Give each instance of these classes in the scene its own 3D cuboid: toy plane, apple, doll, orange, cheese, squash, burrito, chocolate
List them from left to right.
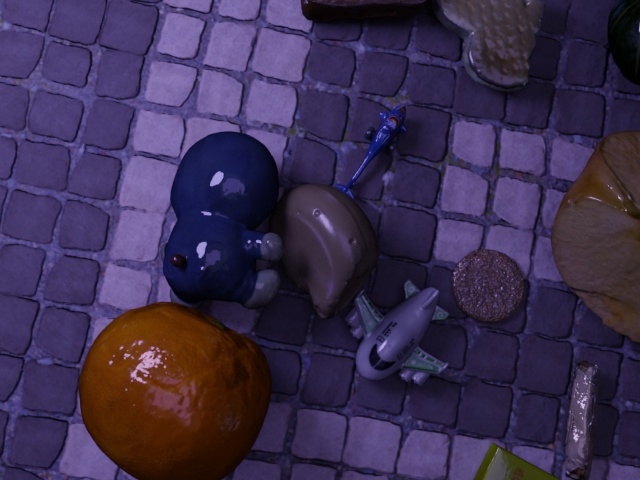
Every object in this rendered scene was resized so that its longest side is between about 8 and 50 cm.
[{"bbox_3d":[-0.200,0.210,1.049,0.261,0.261,0.261,0,83,-3],"label":"orange"},{"bbox_3d":[-0.149,-0.032,1.130,0.228,0.154,0.258,-4,64,34],"label":"doll"},{"bbox_3d":[0.000,0.000,1.142,0.091,0.175,0.202,-17,54,-36],"label":"cheese"},{"bbox_3d":[0.074,-0.426,1.224,0.214,0.093,0.148,0,84,-3],"label":"chocolate"},{"bbox_3d":[0.084,-0.143,1.209,0.054,0.062,0.167,35,93,1],"label":"toy plane"},{"bbox_3d":[0.120,0.140,1.165,0.174,0.080,0.174,0,85,-2],"label":"toy plane"},{"bbox_3d":[0.406,0.279,1.186,0.045,0.041,0.186,4,81,39],"label":"burrito"},{"bbox_3d":[0.513,-0.002,1.123,0.309,0.252,0.314,36,98,25],"label":"apple"},{"bbox_3d":[0.558,-0.332,1.195,0.218,0.218,0.172,-44,123,-7],"label":"squash"}]

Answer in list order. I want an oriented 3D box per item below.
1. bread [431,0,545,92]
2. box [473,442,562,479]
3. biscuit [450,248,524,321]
[{"bbox_3d":[0.282,-0.352,1.242,0.172,0.064,0.232,-32,87,-7],"label":"bread"},{"bbox_3d":[0.369,0.469,1.156,0.335,0.047,0.187,29,82,1],"label":"box"},{"bbox_3d":[0.265,0.071,1.213,0.120,0.015,0.120,1,83,-4],"label":"biscuit"}]
